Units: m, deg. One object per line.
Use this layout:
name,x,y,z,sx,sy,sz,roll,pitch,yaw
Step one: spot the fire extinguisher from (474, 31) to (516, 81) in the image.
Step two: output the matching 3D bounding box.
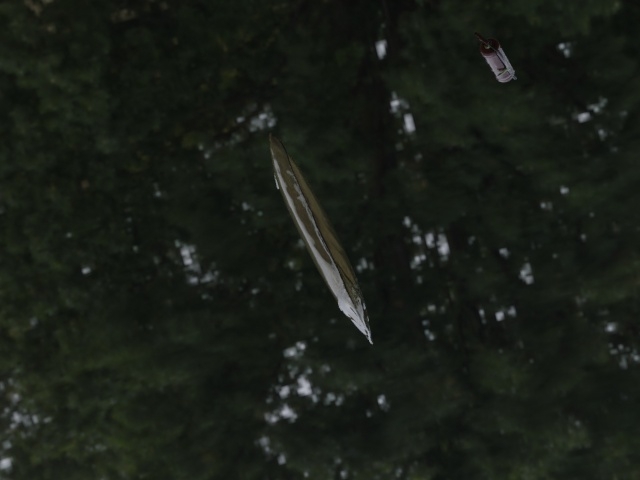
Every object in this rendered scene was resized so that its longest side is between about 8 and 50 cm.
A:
fire extinguisher,0.310,-0.323,1.827,0.039,0.056,0.132,-49,150,2

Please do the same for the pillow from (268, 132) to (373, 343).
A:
pillow,0.001,0.000,1.014,0.033,0.217,0.130,-27,159,0
